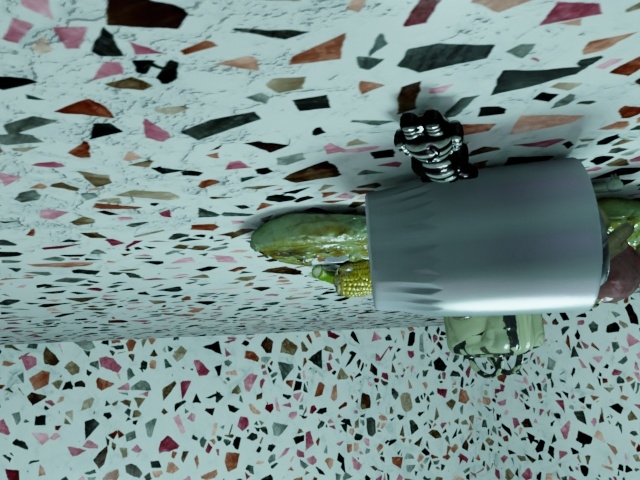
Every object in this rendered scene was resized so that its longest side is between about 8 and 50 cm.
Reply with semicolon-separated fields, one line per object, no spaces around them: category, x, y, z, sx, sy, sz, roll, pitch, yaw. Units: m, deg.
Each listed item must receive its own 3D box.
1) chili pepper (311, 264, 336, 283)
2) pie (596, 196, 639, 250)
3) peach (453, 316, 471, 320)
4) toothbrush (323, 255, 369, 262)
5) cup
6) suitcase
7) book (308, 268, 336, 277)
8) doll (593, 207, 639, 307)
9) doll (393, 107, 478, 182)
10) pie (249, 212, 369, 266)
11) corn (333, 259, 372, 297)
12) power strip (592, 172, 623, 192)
chili pepper;0.057;0.098;1.916;0.201;0.050;0.052;5;163;-41
pie;0.618;-0.030;1.503;0.257;0.106;0.274;-2;170;26
peach;0.294;0.057;1.454;0.232;0.233;0.232;-6;167;-1
toothbrush;0.179;0.041;1.783;0.354;0.024;0.029;-3;172;-13
cup;0.265;0.000;1.152;0.371;0.253;0.253;-4;168;5
suitcase;0.509;0.245;2.096;0.194;0.339;0.351;-2;171;-21
book;0.026;0.099;1.987;0.077;0.014;0.111;-11;166;28
doll;0.506;-0.001;1.332;0.152;0.256;0.196;-35;158;-47
doll;0.157;-0.126;0.946;0.091;0.067;0.219;-7;162;19
pie;-0.001;-0.002;1.420;0.302;0.067;0.302;-4;169;-1
corn;0.179;0.090;1.853;0.293;0.106;0.106;-7;168;-8
power strip;0.537;-0.106;1.303;0.055;0.035;0.083;-4;180;-7
